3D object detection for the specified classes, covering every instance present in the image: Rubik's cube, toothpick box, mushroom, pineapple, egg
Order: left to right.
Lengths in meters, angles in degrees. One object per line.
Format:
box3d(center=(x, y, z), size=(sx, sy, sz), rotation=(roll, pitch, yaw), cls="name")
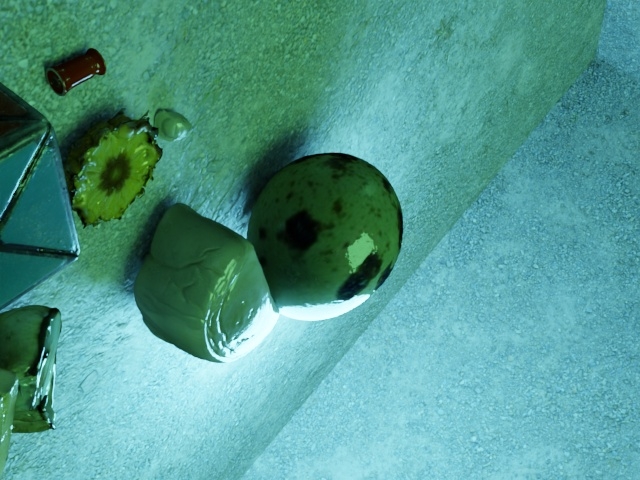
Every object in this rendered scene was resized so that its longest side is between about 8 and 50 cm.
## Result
box3d(center=(-0.481, -0.056, 1.060), size=(0.259, 0.255, 0.260), rotation=(-39, 153, -29), cls="Rubik's cube")
box3d(center=(-0.530, 0.214, 1.451), size=(0.267, 0.164, 0.190), rotation=(115, -23, -64), cls="mushroom")
box3d(center=(-0.363, -0.253, 1.280), size=(0.083, 0.047, 0.047), rotation=(-38, 152, -35), cls="toothpick box")
box3d(center=(-0.357, -0.123, 1.431), size=(0.225, 0.076, 0.225), rotation=(-46, 157, -26), cls="pineapple")
box3d(center=(0.000, 0.000, 1.943), size=(0.345, 0.345, 0.428), rotation=(-20, 150, -53), cls="egg")

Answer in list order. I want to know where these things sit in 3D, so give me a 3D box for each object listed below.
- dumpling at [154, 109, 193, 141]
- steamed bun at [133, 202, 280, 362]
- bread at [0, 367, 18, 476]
box3d(center=(-0.267, -0.203, 1.542), size=(0.059, 0.043, 0.077), rotation=(-37, 165, 18), cls="dumpling")
box3d(center=(-0.242, 0.117, 1.764), size=(0.236, 0.247, 0.383), rotation=(-50, 158, -16), cls="steamed bun")
box3d(center=(-0.611, 0.285, 1.318), size=(0.111, 0.246, 0.239), rotation=(-78, -174, -59), cls="bread")
